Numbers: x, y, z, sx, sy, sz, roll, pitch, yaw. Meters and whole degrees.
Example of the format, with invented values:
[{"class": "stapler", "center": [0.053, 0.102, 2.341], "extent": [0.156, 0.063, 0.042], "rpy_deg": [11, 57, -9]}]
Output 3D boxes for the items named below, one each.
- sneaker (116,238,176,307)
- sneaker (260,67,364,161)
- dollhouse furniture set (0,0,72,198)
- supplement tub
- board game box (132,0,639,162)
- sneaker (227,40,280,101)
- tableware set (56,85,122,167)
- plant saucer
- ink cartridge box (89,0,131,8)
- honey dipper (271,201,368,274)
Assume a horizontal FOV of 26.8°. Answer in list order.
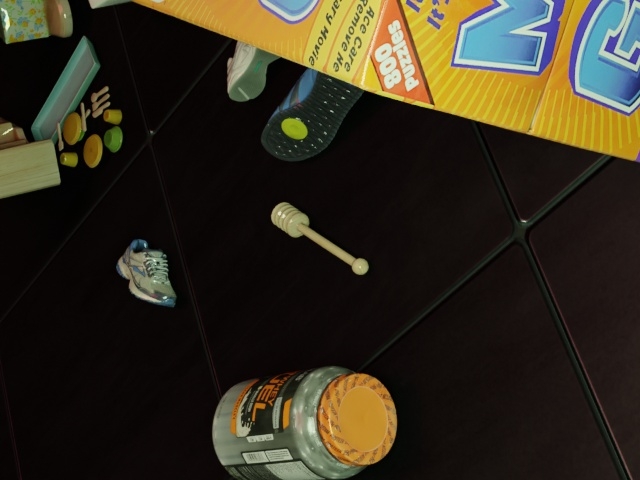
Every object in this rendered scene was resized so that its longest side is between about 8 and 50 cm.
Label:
[{"class": "sneaker", "center": [-0.222, 0.039, 1.740], "extent": [0.135, 0.052, 0.058], "rpy_deg": [40, 109, 47]}, {"class": "sneaker", "center": [0.005, -0.166, 1.500], "extent": [0.209, 0.069, 0.082], "rpy_deg": [-47, 16, 46]}, {"class": "dollhouse furniture set", "center": [-0.526, -0.270, 1.926], "extent": [0.256, 0.362, 0.394], "rpy_deg": [25, 126, 59]}, {"class": "supplement tub", "center": [-0.016, 0.193, 1.400], "extent": [0.190, 0.117, 0.117], "rpy_deg": [-17, 70, 48]}, {"class": "board game box", "center": [0.114, -0.302, 1.145], "extent": [0.356, 0.356, 0.356], "rpy_deg": [29, 105, 50]}, {"class": "sneaker", "center": [-0.072, -0.236, 1.606], "extent": [0.152, 0.053, 0.061], "rpy_deg": [-46, 47, 37]}, {"class": "tableware set", "center": [-0.330, -0.149, 1.937], "extent": [0.154, 0.024, 0.104], "rpy_deg": [-27, 66, 44]}, {"class": "plant saucer", "center": [-0.381, -0.214, 2.015], "extent": [0.192, 0.018, 0.067], "rpy_deg": [-53, 46, 32]}, {"class": "ink cartridge box", "center": [-0.252, -0.473, 1.741], "extent": [0.207, 0.117, 0.283], "rpy_deg": [-19, 93, 47]}, {"class": "honey dipper", "center": [0.000, 0.000, 1.488], "extent": [0.160, 0.030, 0.030], "rpy_deg": [34, 110, 47]}]
